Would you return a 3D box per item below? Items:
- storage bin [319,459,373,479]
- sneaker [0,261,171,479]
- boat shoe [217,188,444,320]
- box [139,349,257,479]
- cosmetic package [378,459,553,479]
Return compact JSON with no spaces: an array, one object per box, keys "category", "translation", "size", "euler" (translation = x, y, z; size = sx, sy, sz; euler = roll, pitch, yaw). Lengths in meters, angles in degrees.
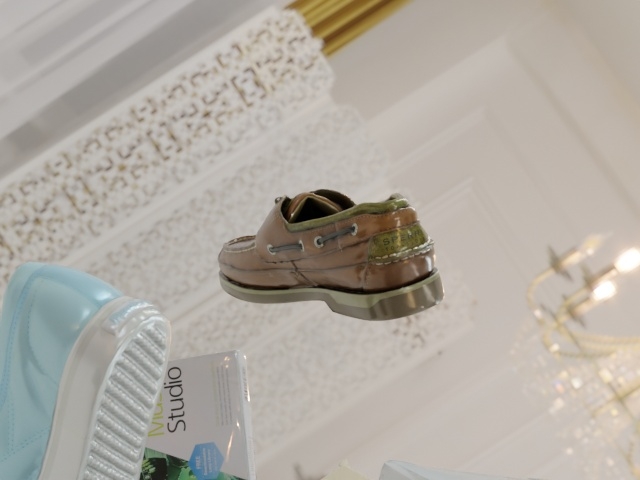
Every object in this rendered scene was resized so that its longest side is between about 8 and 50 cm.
[{"category":"storage bin","translation":[0.003,0.468,1.597],"size":[0.123,0.262,0.260],"euler":[17,-48,54]},{"category":"sneaker","translation":[-0.239,0.177,1.032],"size":[0.150,0.366,0.135],"euler":[31,23,20]},{"category":"boat shoe","translation":[0.000,0.000,1.146],"size":[0.307,0.111,0.104],"euler":[2,-70,52]},{"category":"box","translation":[-0.262,0.307,1.904],"size":[0.058,0.322,0.232],"euler":[44,37,-69]},{"category":"cosmetic package","translation":[0.126,0.334,0.726],"size":[0.284,0.377,0.097],"euler":[12,3,-34]}]
